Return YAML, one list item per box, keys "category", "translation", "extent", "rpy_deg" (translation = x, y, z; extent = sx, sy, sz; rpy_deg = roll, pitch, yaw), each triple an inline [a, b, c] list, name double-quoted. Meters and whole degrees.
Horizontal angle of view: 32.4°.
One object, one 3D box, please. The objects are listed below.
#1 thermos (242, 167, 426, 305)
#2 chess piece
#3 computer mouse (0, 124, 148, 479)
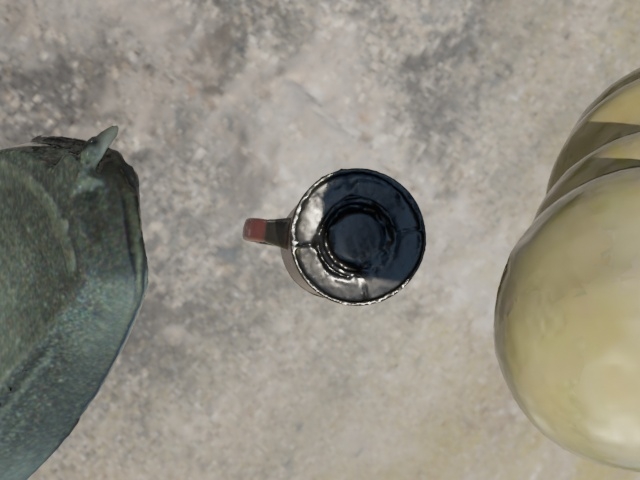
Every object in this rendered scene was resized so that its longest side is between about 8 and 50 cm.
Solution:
- category: "thermos"
  translation: [0.006, 0.007, 1.029]
  extent: [0.136, 0.109, 0.330]
  rpy_deg: [-23, 180, -4]
- category: "chess piece"
  translation: [0.168, 0.008, 0.510]
  extent: [0.300, 0.167, 0.167]
  rpy_deg: [-36, 151, -64]
- category: "computer mouse"
  translation: [-0.143, 0.045, 0.496]
  extent: [0.229, 0.113, 0.068]
  rpy_deg: [-50, 147, 11]
